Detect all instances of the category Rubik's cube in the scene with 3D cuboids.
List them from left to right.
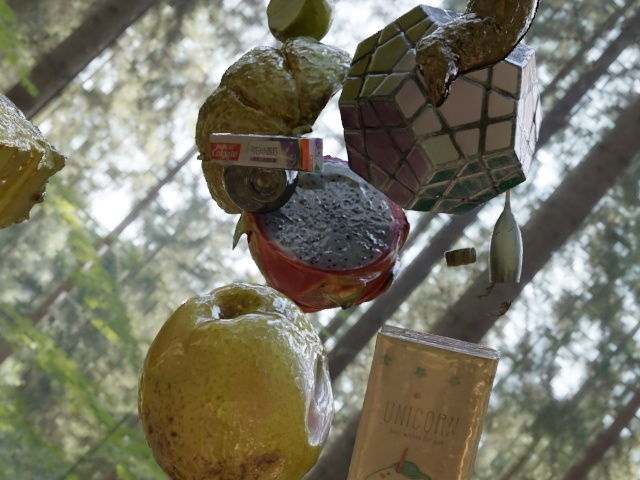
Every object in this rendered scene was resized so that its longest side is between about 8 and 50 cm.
[{"bbox_3d":[0.180,-0.192,1.708,0.319,0.264,0.319,19,26,-10],"label":"Rubik's cube"}]

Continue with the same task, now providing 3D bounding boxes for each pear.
[{"bbox_3d":[-0.066,0.122,0.943,0.178,0.178,0.178,40,-15,13],"label":"pear"},{"bbox_3d":[-0.030,-0.431,2.188,0.104,0.141,0.141,29,-2,-41],"label":"pear"}]

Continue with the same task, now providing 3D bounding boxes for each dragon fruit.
[{"bbox_3d":[0.000,0.000,1.938,0.290,0.290,0.189,39,-35,14],"label":"dragon fruit"}]

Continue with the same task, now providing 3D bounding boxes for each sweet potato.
[{"bbox_3d":[0.211,-0.296,1.447,0.124,0.310,0.098,28,-8,-29],"label":"sweet potato"}]

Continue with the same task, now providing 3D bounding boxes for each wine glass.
[{"bbox_3d":[0.322,-0.025,1.968,0.066,0.198,0.066,2,1,0],"label":"wine glass"}]

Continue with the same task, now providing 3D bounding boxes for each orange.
[{"bbox_3d":[-0.104,-0.226,2.104,0.210,0.368,0.271,34,2,-1],"label":"orange"}]

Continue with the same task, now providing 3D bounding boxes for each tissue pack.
[{"bbox_3d":[0.132,0.288,1.589,0.170,0.325,0.071,12,14,7],"label":"tissue pack"}]

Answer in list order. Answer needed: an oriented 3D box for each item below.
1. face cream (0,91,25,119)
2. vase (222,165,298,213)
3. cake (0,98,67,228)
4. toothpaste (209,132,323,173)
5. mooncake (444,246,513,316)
[{"bbox_3d":[-0.603,-0.245,1.901,0.349,0.105,0.105,43,-15,-7],"label":"face cream"},{"bbox_3d":[-0.103,-0.110,1.843,0.120,0.120,0.183,47,-1,-16],"label":"vase"},{"bbox_3d":[-0.450,-0.084,1.165,0.227,0.222,0.286,39,6,15],"label":"cake"},{"bbox_3d":[-0.071,-0.111,1.454,0.196,0.040,0.047,9,-78,50],"label":"toothpaste"},{"bbox_3d":[0.283,0.068,2.081,0.150,0.057,0.347,-7,-21,36],"label":"mooncake"}]
